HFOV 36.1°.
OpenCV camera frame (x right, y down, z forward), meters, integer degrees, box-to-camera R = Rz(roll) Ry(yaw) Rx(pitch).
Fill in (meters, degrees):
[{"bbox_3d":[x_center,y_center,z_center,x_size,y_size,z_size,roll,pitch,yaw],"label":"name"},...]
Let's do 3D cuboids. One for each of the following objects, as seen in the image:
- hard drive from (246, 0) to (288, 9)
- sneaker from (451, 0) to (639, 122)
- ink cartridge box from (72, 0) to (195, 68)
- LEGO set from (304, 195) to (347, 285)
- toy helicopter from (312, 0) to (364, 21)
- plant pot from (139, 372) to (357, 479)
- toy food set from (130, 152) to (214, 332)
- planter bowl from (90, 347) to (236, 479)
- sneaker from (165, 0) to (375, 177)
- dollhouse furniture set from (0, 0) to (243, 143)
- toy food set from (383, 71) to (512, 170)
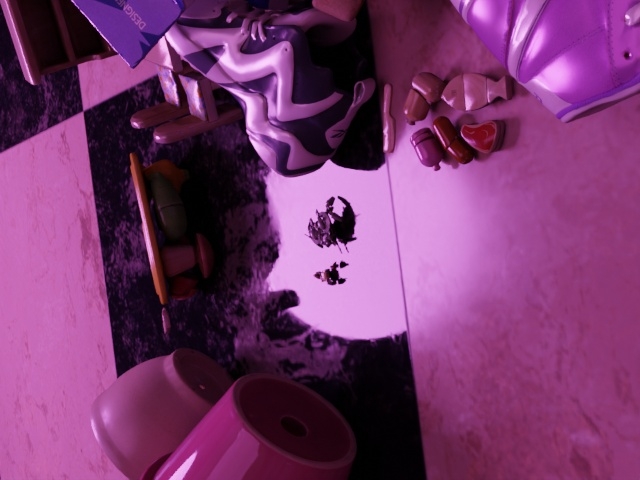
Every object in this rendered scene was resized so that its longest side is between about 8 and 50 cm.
[{"bbox_3d":[-0.079,-0.401,0.939,0.210,0.040,0.319,34,123,48],"label":"hard drive"},{"bbox_3d":[0.195,-0.181,0.544,0.161,0.102,0.282,58,146,21],"label":"sneaker"},{"bbox_3d":[-0.158,-0.361,0.827,0.307,0.072,0.304,-44,79,8],"label":"ink cartridge box"},{"bbox_3d":[0.001,0.002,0.909,0.054,0.023,0.083,-3,94,56],"label":"LEGO set"},{"bbox_3d":[0.057,-0.268,0.601,0.355,0.140,0.235,121,172,-65],"label":"toy helicopter"},{"bbox_3d":[-0.062,0.233,0.916,0.201,0.201,0.180,47,116,41],"label":"plant pot"},{"bbox_3d":[-0.164,-0.001,1.123,0.128,0.071,0.218,115,142,-72],"label":"toy food set"},{"bbox_3d":[-0.153,0.187,1.072,0.109,0.162,0.162,-50,51,16],"label":"planter bowl"},{"bbox_3d":[-0.040,-0.185,0.853,0.153,0.094,0.235,-40,78,42],"label":"sneaker"},{"bbox_3d":[-0.218,-0.222,1.019,0.242,0.161,0.212,31,139,56],"label":"dollhouse furniture set"},{"bbox_3d":[0.099,-0.091,0.757,0.122,0.019,0.078,12,106,46],"label":"toy food set"}]
